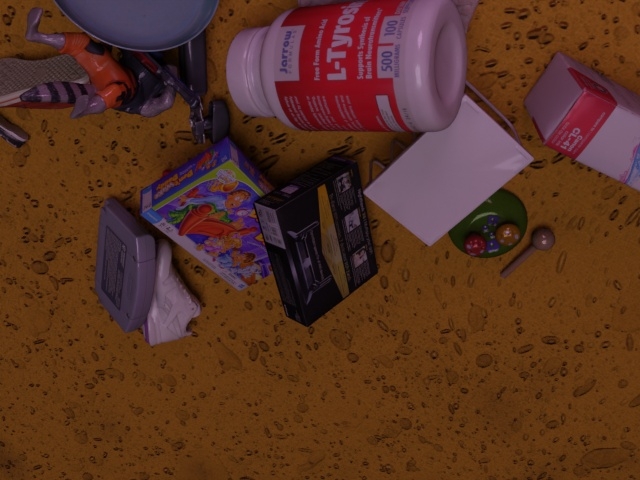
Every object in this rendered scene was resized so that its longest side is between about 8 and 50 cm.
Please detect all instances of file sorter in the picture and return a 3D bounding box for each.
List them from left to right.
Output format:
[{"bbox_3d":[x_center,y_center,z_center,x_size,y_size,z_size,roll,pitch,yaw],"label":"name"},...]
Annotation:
[{"bbox_3d":[0.254,-0.170,1.319,0.193,0.173,0.278,37,118,-18],"label":"file sorter"}]

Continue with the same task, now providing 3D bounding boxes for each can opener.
[{"bbox_3d":[-0.244,-0.338,1.338,0.095,0.076,0.283,-13,125,-25],"label":"can opener"}]

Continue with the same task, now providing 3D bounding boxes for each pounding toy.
[{"bbox_3d":[0.405,-0.001,1.447,0.237,0.110,0.183,35,119,-15],"label":"pounding toy"}]

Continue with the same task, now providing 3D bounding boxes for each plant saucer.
[{"bbox_3d":[-0.340,-0.484,1.148,0.318,0.317,0.044,35,159,-15],"label":"plant saucer"}]

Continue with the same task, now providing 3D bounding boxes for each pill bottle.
[{"bbox_3d":[0.040,-0.315,1.165,0.408,0.229,0.229,6,125,29],"label":"pill bottle"}]

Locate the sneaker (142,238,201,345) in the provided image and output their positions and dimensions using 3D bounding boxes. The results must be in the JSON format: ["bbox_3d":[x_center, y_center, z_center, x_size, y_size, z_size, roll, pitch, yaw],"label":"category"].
[{"bbox_3d":[-0.381,0.128,1.626,0.152,0.114,0.305,-3,122,-20],"label":"sneaker"}]

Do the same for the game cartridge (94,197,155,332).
[{"bbox_3d":[-0.476,0.070,1.545,0.198,0.062,0.297,37,127,28],"label":"game cartridge"}]

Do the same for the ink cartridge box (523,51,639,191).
[{"bbox_3d":[0.571,-0.215,1.230,0.306,0.226,0.131,26,121,-9],"label":"ink cartridge box"}]

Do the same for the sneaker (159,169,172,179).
[{"bbox_3d":[-0.292,-0.134,1.448,0.128,0.087,0.221,36,117,-18],"label":"sneaker"}]

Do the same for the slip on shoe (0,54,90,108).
[{"bbox_3d":[-0.602,-0.322,1.349,0.332,0.123,0.101,-3,154,13],"label":"slip on shoe"}]

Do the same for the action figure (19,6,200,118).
[{"bbox_3d":[-0.421,-0.336,1.223,0.341,0.330,0.178,47,109,12],"label":"action figure"}]

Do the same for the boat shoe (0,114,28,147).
[{"bbox_3d":[-0.725,-0.258,1.436,0.125,0.046,0.038,37,114,-26],"label":"boat shoe"}]

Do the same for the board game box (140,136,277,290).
[{"bbox_3d":[-0.194,-0.044,1.420,0.233,0.078,0.347,-29,136,16],"label":"board game box"}]

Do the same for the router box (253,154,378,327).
[{"bbox_3d":[0.000,0.000,1.417,0.081,0.243,0.308,21,134,44],"label":"router box"}]

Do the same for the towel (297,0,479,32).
[{"bbox_3d":[0.123,-0.458,1.104,0.332,0.317,0.053,8,82,1],"label":"towel"}]
